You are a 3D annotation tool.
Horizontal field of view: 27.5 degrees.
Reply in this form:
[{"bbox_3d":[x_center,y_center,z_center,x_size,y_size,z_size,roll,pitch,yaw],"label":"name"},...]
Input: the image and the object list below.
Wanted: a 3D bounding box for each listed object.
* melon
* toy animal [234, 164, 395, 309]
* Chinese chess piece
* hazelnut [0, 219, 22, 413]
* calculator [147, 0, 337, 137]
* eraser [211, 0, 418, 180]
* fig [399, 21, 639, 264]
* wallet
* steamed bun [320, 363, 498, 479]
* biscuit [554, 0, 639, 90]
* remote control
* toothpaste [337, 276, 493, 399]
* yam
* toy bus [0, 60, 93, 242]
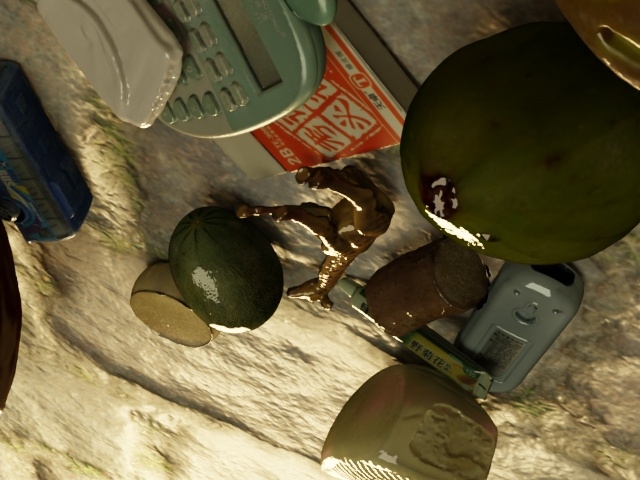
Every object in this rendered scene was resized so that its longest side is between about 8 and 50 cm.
[{"bbox_3d":[-0.100,0.035,1.427,0.114,0.114,0.167,0,137,35],"label":"melon"},{"bbox_3d":[0.009,-0.003,1.331,0.149,0.054,0.275,-17,155,7],"label":"toy animal"},{"bbox_3d":[-0.172,0.078,1.597,0.122,0.051,0.122,19,149,12],"label":"Chinese chess piece"},{"bbox_3d":[-0.523,0.046,1.494,0.402,0.402,0.429,22,161,7],"label":"hazelnut"},{"bbox_3d":[-0.083,-0.184,1.120,0.295,0.042,0.184,-18,103,50],"label":"calculator"},{"bbox_3d":[-0.028,-0.136,1.201,0.230,0.038,0.157,-11,131,44],"label":"eraser"},{"bbox_3d":[0.152,-0.062,1.017,0.203,0.225,0.203,22,129,31],"label":"fig"},{"bbox_3d":[-0.196,-0.193,1.173,0.183,0.032,0.124,52,139,12],"label":"wallet"},{"bbox_3d":[0.106,0.220,1.521,0.170,0.152,0.239,26,163,-11],"label":"steamed bun"},{"bbox_3d":[0.230,-0.257,0.685,0.350,0.070,0.394,-26,97,43],"label":"biscuit"},{"bbox_3d":[0.199,0.091,1.356,0.087,0.047,0.244,29,147,5],"label":"remote control"},{"bbox_3d":[0.101,0.101,1.412,0.204,0.031,0.049,36,148,18],"label":"toothpaste"},{"bbox_3d":[0.105,0.049,1.332,0.084,0.084,0.127,39,142,-19],"label":"yam"},{"bbox_3d":[-0.332,-0.092,1.442,0.094,0.079,0.236,7,143,25],"label":"toy bus"}]
